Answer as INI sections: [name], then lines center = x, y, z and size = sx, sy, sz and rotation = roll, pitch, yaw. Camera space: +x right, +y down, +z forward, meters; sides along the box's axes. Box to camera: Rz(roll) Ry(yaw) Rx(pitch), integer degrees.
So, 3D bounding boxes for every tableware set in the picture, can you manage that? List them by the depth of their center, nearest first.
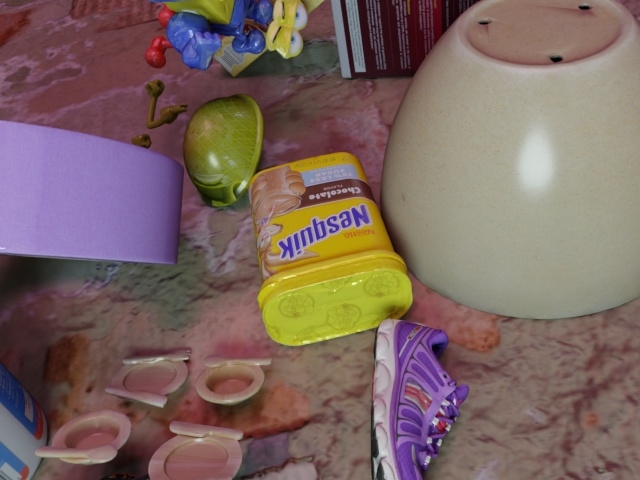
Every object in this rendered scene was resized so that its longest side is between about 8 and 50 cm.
[tableware set]
center = -0.115, 0.129, 0.495
size = 0.141, 0.020, 0.168
rotation = 1, 24, 11

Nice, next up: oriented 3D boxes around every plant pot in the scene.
[plant pot]
center = 0.185, -0.103, 0.567
size = 0.284, 0.191, 0.284
rotation = -7, 45, 7

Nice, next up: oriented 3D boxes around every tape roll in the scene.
[tape roll]
center = -0.257, -0.031, 0.545
size = 0.275, 0.275, 0.090
rotation = 3, 87, 15

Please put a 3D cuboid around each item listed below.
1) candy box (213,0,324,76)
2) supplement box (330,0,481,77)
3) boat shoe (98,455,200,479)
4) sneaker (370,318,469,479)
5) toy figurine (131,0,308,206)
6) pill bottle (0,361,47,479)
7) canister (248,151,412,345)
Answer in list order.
[candy box]
center = -0.057, -0.303, 0.848
size = 0.187, 0.053, 0.109
rotation = -28, 31, 42
[supplement box]
center = 0.139, -0.270, 0.782
size = 0.239, 0.130, 0.073
rotation = 4, 47, 15
[boat shoe]
center = -0.145, 0.185, 0.462
size = 0.133, 0.049, 0.042
rotation = -25, 54, -6
[sneaker]
center = 0.071, 0.124, 0.462
size = 0.071, 0.068, 0.170
rotation = 2, 46, 7
[toy figurine]
center = -0.145, -0.239, 0.655
size = 0.191, 0.217, 0.362
rotation = 10, 81, 22
[pill bottle]
center = -0.297, 0.104, 0.454
size = 0.124, 0.221, 0.124
rotation = -7, 45, 7
[canister]
center = 0.000, 0.000, 0.593
size = 0.126, 0.073, 0.170
rotation = -14, 43, -1
